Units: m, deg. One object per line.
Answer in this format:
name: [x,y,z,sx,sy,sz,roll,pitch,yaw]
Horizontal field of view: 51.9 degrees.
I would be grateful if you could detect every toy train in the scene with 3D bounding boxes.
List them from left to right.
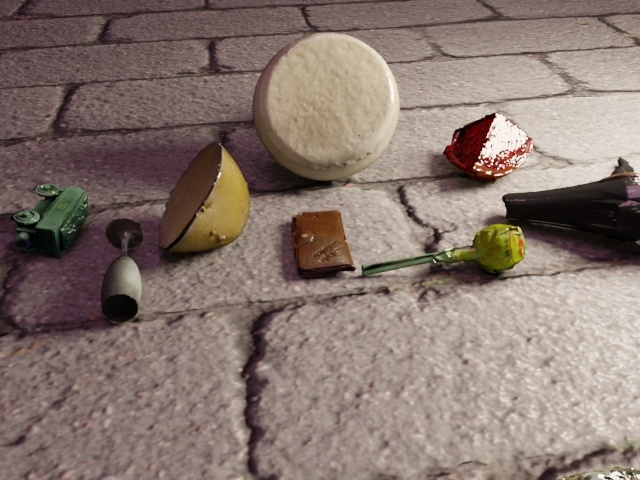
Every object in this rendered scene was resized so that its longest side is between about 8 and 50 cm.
toy train: [-0.456,-0.038,1.124,0.099,0.070,0.172,7,33,-2]

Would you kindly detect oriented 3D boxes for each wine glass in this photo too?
wine glass: [-0.303,0.042,1.005,0.066,0.066,0.198,-7,34,-9]

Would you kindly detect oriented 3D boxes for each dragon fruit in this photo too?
dragon fruit: [0.325,-0.162,1.302,0.127,0.120,0.161,36,63,-16]

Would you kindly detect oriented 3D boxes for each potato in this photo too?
potato: [-0.178,-0.053,1.100,0.117,0.182,0.202,34,30,-29]

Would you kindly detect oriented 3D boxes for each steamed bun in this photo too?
steamed bun: [0.011,-0.253,1.287,0.283,0.283,0.177,-1,-3,-1]

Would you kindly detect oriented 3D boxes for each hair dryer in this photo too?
hair dryer: [0.513,-0.096,1.209,0.304,0.120,0.359,0,21,26]

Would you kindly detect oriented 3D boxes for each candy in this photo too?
candy: [0.193,0.026,1.039,0.262,0.073,0.077,-10,16,-2]

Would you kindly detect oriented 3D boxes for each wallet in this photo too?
wallet: [0.000,0.000,1.098,0.095,0.026,0.176,-5,34,-3]

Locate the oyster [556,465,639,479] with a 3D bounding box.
oyster: [0.276,0.279,0.652,0.125,0.064,0.177,26,44,27]
